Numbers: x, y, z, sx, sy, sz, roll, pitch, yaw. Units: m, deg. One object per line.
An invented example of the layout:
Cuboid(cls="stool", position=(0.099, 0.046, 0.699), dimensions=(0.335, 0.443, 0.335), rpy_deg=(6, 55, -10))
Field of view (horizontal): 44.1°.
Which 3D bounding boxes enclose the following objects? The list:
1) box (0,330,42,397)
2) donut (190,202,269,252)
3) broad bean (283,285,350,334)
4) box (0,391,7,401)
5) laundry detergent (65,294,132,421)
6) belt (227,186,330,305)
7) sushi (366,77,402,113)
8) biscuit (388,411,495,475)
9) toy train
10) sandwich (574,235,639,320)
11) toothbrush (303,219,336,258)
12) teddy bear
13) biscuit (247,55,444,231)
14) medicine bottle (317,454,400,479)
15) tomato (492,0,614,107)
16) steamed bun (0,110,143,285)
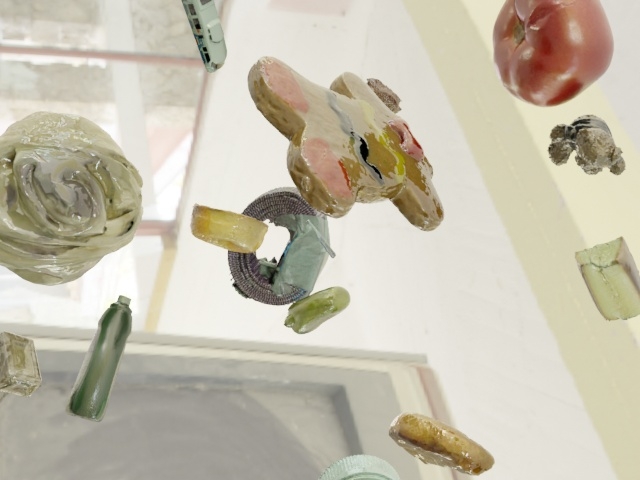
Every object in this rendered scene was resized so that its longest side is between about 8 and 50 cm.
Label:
Cuboid(cls="box", position=(-0.471, 0.191, 1.221), dimensions=(0.045, 0.062, 0.098), rpy_deg=(-46, -137, 16))
Cuboid(cls="donut", position=(-0.198, -0.022, 1.684), dimensions=(0.190, 0.174, 0.074), rpy_deg=(8, -102, 62))
Cuboid(cls="broad bean", position=(-0.014, 0.161, 1.863), dimensions=(0.174, 0.124, 0.082), rpy_deg=(-39, -106, 35))
Cuboid(cls="box", position=(-0.732, 0.247, 1.371), dimensions=(0.211, 0.351, 0.058), rpy_deg=(-98, -166, -77))
Cuboid(cls="laundry detergent", position=(-0.364, 0.194, 1.322), dimensions=(0.137, 0.063, 0.210), rpy_deg=(144, -38, -66))
Cuboid(cls="belt", position=(-0.108, 0.014, 2.092), dimensions=(0.122, 0.260, 0.324), rpy_deg=(-53, 164, -75))
Cuboid(cls="sushi", position=(0.151, -0.339, 1.861), dimensions=(0.062, 0.118, 0.060), rpy_deg=(-14, -136, 31))
Cuboid(cls="biscuit", position=(0.274, 0.477, 1.870), dimensions=(0.091, 0.213, 0.274), rpy_deg=(-59, -161, -16))
Cuboid(cls="toy train", position=(-0.189, -0.364, 1.240), dimensions=(0.047, 0.043, 0.207), rpy_deg=(8, -53, 37))
Cuboid(cls="sandwich", position=(0.499, 0.059, 1.361), dimensions=(0.090, 0.244, 0.088), rpy_deg=(-20, -125, 22))
Cuboid(cls="toothbrush", position=(0.000, 0.000, 1.875), dimensions=(0.016, 0.019, 0.219), rpy_deg=(54, 1, 27))
Cuboid(cls="teddy bear", position=(0.596, -0.219, 1.767), dimensions=(0.251, 0.182, 0.129), rpy_deg=(-75, 178, -83))
Cuboid(cls="biscuit", position=(0.058, -0.188, 1.404), dimensions=(0.076, 0.394, 0.368), rpy_deg=(-42, -120, 31))
Cuboid(cls="medicine bottle", position=(0.084, 0.490, 1.222), dimensions=(0.318, 0.158, 0.158), rpy_deg=(-108, -157, -69))
Cuboid(cls="tomato", position=(0.510, -0.439, 1.721), dimensions=(0.299, 0.227, 0.298), rpy_deg=(177, -90, -72))
Cuboid(cls="steamed bun", position=(-0.432, -0.068, 1.262), dimensions=(0.268, 0.280, 0.207), rpy_deg=(51, -14, -7))
